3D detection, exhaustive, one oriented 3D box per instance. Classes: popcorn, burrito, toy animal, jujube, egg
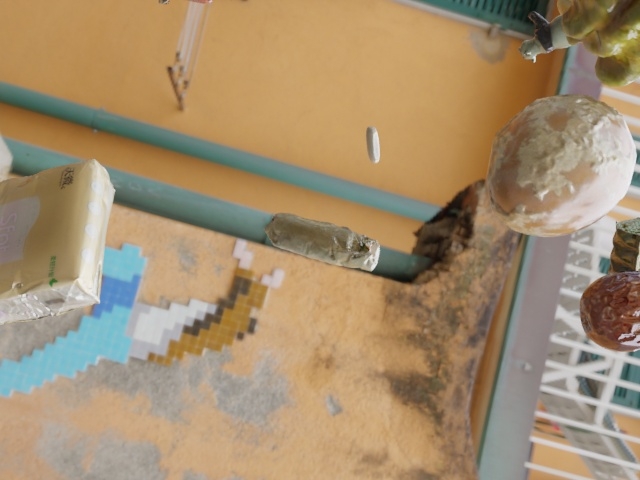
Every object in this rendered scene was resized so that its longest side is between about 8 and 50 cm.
[{"bbox_3d":[0.531,-0.369,1.030,0.290,0.326,0.321,-48,-170,1],"label":"popcorn"},{"bbox_3d":[0.000,-0.001,0.987,0.058,0.188,0.045,-61,148,-25],"label":"burrito"},{"bbox_3d":[0.622,-0.553,1.825,0.225,0.094,0.121,-18,-119,35],"label":"toy animal"},{"bbox_3d":[0.653,0.137,1.408,0.168,0.237,0.168,-15,90,-82],"label":"jujube"},{"bbox_3d":[0.332,-0.103,0.971,0.233,0.195,0.195,-52,175,-21],"label":"egg"}]

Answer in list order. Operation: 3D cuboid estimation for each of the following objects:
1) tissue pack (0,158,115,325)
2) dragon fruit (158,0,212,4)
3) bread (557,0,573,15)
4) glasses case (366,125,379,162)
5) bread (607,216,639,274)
[{"bbox_3d":[-0.399,-0.001,1.002,0.090,0.187,0.222,62,21,-56],"label":"tissue pack"},{"bbox_3d":[-0.200,-0.421,0.889,0.211,0.147,0.282,-47,-123,45],"label":"dragon fruit"},{"bbox_3d":[0.584,-0.492,1.276,0.311,0.172,0.121,-34,166,-10],"label":"bread"},{"bbox_3d":[0.116,-0.212,1.532,0.032,0.021,0.083,-139,-144,-57],"label":"glasses case"},{"bbox_3d":[0.744,0.071,1.651,0.087,0.098,0.269,-101,-178,-58],"label":"bread"}]
